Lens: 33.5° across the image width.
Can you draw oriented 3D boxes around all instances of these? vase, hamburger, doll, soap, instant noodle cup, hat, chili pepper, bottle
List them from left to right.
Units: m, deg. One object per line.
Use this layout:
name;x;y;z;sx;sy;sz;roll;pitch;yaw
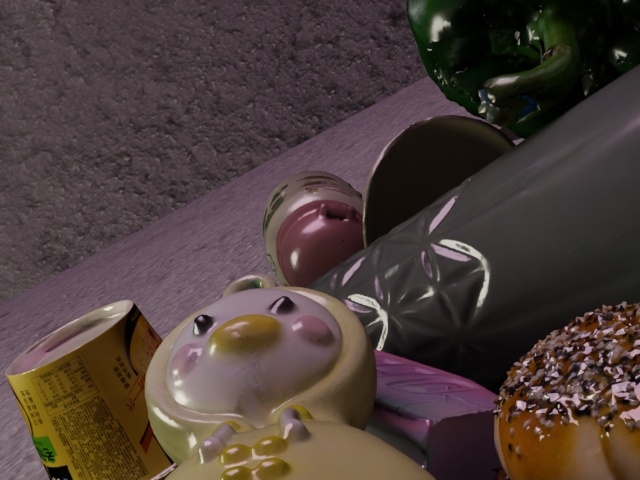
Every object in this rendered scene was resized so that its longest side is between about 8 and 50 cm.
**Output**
instant noodle cup;-0.173;0.127;0.849;0.151;0.122;0.151;-28;11;6
doll;-0.019;0.099;0.415;0.141;0.117;0.296;-18;40;2
bottle;0.000;0.000;1.073;0.120;0.120;0.253;-26;11;2
soap;0.032;0.095;0.560;0.100;0.056;0.149;4;6;-42
hat;0.090;-0.018;0.812;0.166;0.173;0.144;-26;16;-6
vase;0.131;0.010;0.653;0.301;0.156;0.251;-28;13;26
chili pepper;0.150;-0.147;0.708;0.174;0.165;0.261;-32;35;28
hamburger;0.145;0.072;0.419;0.189;0.093;0.164;-17;13;34

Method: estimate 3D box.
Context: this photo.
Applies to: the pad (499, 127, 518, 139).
pad;0.315;-0.170;1.459;0.143;0.003;0.211;-35;13;-39
